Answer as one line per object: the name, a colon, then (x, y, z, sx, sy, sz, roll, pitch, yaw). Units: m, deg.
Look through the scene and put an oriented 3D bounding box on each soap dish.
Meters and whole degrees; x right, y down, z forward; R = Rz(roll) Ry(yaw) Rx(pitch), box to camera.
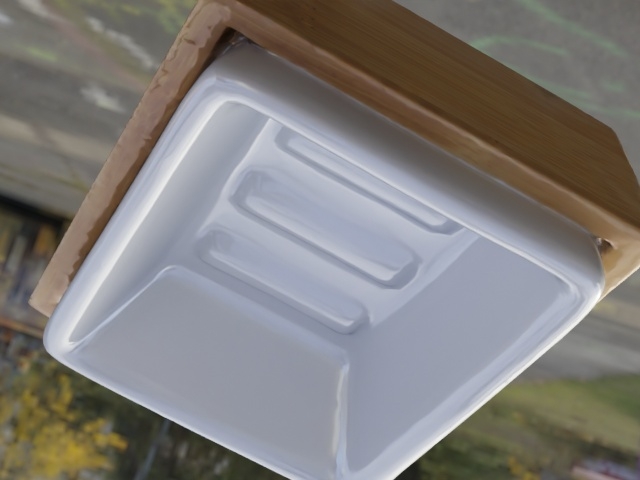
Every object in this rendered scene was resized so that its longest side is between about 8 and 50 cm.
soap dish: (0.000, 0.000, 0.790, 0.229, 0.118, 0.291, 28, 142, -10)
